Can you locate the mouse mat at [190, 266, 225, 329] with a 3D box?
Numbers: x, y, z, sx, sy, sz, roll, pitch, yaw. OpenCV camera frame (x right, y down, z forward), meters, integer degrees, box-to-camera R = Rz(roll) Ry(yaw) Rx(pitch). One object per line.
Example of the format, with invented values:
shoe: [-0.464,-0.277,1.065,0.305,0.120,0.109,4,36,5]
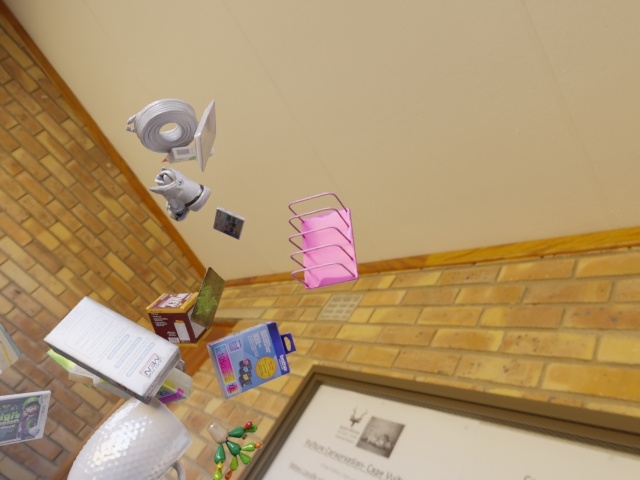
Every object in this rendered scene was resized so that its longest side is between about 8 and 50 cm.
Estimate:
mouse mat: [-0.314,0.167,1.216,0.007,0.152,0.189,13,-18,8]

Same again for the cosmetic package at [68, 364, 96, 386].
cosmetic package: [-0.925,0.534,1.705,0.115,0.060,0.041,18,-73,-5]

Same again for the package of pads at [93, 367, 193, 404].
package of pads: [-0.677,0.537,1.650,0.229,0.101,0.296,-19,-45,18]

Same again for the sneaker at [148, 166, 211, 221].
sneaker: [-0.634,-0.204,1.868,0.210,0.137,0.366,36,-27,-27]

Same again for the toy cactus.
toy cactus: [-0.290,0.659,1.384,0.180,0.219,0.112,46,-38,-3]

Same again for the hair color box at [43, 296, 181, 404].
hair color box: [-0.677,0.360,1.424,0.374,0.185,0.113,26,-36,7]

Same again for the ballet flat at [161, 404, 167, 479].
ballet flat: [-0.677,0.837,1.799,0.139,0.400,0.139,-2,-36,-1]

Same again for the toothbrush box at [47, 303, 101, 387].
toothbrush box: [-0.985,0.455,1.878,0.206,0.283,0.122,27,-33,22]

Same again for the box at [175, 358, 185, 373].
box: [-0.827,0.656,2.216,0.307,0.076,0.242,51,6,-34]

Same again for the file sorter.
file sorter: [0.000,0.000,1.548,0.202,0.290,0.182,-14,-27,18]

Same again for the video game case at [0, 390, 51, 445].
video game case: [-1.046,0.611,1.472,0.022,0.173,0.190,15,4,44]

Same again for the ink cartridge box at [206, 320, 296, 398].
ink cartridge box: [-0.322,0.563,2.108,0.151,0.395,0.270,-19,-92,63]

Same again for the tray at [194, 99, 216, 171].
tray: [-0.397,-0.367,1.484,0.030,0.270,0.145,3,-49,-5]

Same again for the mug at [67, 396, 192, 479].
mug: [-0.623,0.766,1.462,0.374,0.328,0.276,53,-40,-9]

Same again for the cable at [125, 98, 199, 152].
cable: [-0.641,-0.478,1.808,0.089,0.257,0.257,60,16,23]

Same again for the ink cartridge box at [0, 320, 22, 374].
ink cartridge box: [-1.253,0.417,1.540,0.197,0.198,0.270,64,-21,-9]

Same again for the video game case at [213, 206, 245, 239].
video game case: [-0.440,-0.081,2.067,0.143,0.019,0.157,24,-42,-3]

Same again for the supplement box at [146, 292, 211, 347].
supplement box: [-0.604,0.340,1.846,0.191,0.129,0.194,-4,-68,18]

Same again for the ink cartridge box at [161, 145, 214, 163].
ink cartridge box: [-0.607,-0.377,1.958,0.225,0.181,0.056,-15,-88,58]
